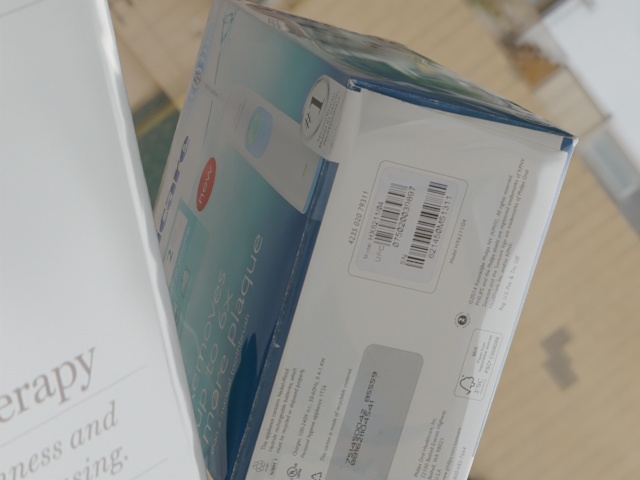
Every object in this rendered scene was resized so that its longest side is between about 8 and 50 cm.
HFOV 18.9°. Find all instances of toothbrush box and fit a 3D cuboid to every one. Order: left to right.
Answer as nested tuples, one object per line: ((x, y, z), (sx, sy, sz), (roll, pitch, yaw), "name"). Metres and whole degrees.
((0.000, 0.000, 1.044), (0.295, 0.126, 0.216), (-133, -122, -69), "toothbrush box")

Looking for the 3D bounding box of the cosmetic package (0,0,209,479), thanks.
((-0.292, 0.044, 0.879), (0.327, 0.393, 0.329), (13, -149, 44), "cosmetic package")
